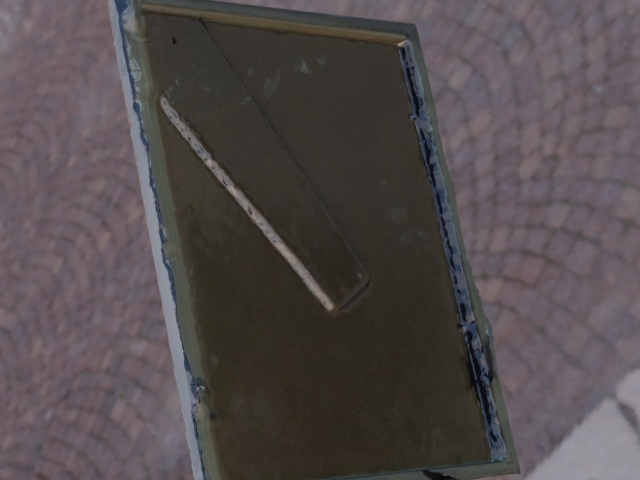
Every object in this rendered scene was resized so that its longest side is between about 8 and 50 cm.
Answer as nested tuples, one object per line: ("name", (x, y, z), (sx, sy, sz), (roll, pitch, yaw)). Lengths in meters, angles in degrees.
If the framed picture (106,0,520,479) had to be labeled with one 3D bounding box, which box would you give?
("framed picture", (0.000, 0.000, 0.790), (0.019, 0.209, 0.281), (-32, 63, 50))
